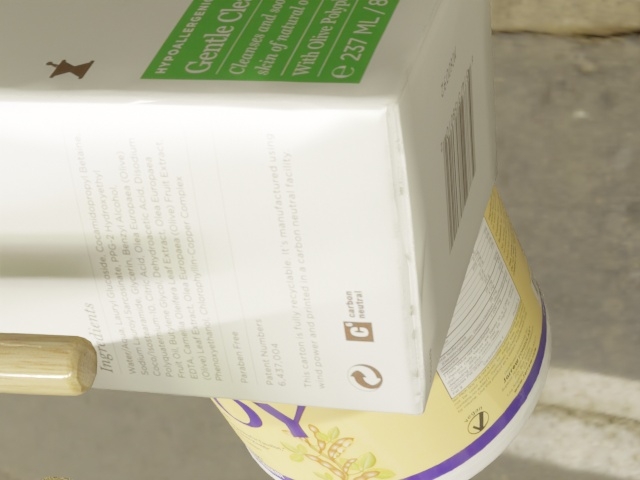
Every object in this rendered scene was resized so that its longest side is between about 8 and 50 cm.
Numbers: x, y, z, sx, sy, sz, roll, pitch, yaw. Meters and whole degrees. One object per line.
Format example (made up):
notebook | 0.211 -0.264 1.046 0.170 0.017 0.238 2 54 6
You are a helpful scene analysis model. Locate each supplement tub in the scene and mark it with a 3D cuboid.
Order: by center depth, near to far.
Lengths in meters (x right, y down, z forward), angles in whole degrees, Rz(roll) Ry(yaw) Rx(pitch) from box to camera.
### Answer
supplement tub | 0.000 0.000 1.010 0.241 0.331 0.241 -15 46 16

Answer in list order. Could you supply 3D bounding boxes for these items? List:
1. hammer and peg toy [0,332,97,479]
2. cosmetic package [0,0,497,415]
hammer and peg toy | -0.179 0.179 0.615 0.266 0.127 0.361 -7 118 29
cosmetic package | -0.117 -0.046 0.689 0.365 0.197 0.155 3 125 14
